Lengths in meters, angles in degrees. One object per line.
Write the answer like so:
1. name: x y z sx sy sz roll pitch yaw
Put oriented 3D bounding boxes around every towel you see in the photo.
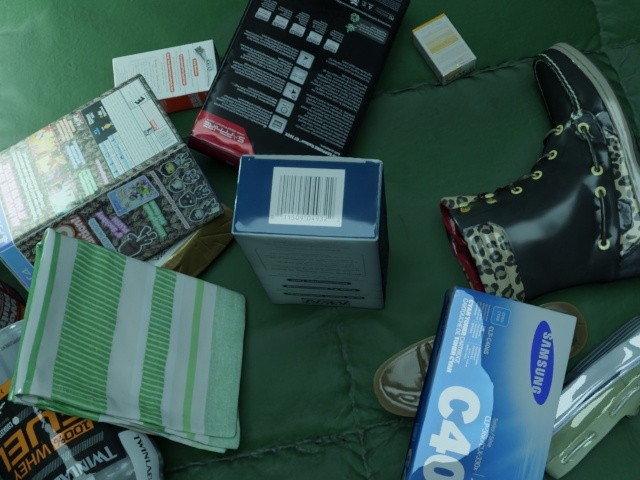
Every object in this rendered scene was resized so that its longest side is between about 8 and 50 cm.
1. towel: -0.240 0.136 1.229 0.325 0.038 0.248 22 55 -34

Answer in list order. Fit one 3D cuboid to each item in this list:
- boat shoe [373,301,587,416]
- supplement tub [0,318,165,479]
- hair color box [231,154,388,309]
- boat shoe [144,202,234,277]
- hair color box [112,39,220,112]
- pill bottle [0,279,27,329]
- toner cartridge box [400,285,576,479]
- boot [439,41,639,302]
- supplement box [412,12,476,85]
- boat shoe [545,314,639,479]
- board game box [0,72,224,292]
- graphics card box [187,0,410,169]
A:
1. boat shoe: 0.218 0.166 1.278 0.302 0.098 0.109 -21 84 -4
2. supplement tub: -0.340 0.271 1.241 0.193 0.193 0.316 -36 72 -7
3. hair color box: 0.000 0.000 1.218 0.173 0.347 0.105 3 72 6
4. boat shoe: -0.247 0.040 1.369 0.277 0.098 0.096 -45 54 -12
5. hair color box: -0.245 -0.258 1.483 0.167 0.053 0.093 -10 70 3
6. pill bottle: -0.484 0.107 1.294 0.121 0.221 0.121 -2 71 5
7. toner cartridge box: 0.205 0.247 1.174 0.165 0.075 0.348 14 81 -1
8. boot: 0.312 -0.087 1.336 0.284 0.138 0.377 -19 76 -1
9. supplement box: 0.197 -0.305 1.465 0.062 0.036 0.098 -28 71 -5
10. boat shoe: 0.397 0.201 1.255 0.302 0.109 0.094 -41 85 2
11. board game box: -0.326 -0.073 1.335 0.291 0.141 0.232 -31 43 -5
12. graphics card box: -0.029 -0.265 1.409 0.232 0.094 0.371 23 76 -7
